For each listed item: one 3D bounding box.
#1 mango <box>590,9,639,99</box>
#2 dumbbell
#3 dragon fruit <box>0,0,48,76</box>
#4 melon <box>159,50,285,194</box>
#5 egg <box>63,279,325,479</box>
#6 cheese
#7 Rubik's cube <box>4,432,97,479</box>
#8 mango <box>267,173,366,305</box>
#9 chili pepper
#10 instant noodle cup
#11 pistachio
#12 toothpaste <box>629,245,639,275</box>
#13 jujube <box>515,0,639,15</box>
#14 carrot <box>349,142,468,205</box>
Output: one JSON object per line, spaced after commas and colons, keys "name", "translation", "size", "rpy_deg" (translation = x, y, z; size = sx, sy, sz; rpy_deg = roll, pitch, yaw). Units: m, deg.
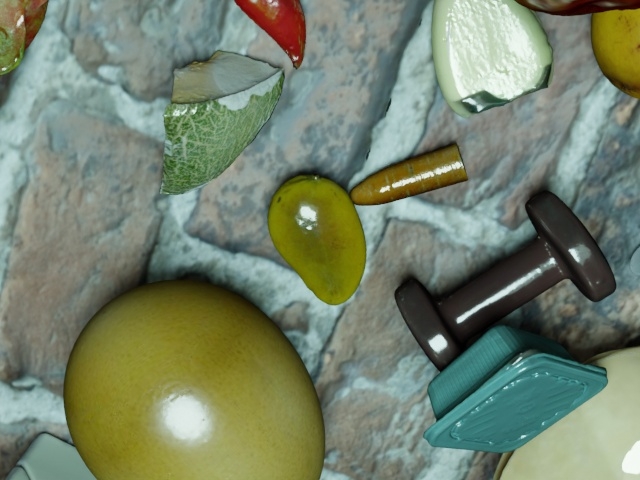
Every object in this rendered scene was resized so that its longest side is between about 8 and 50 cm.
{"name": "mango", "translation": [0.363, -0.256, 0.802], "size": [0.145, 0.112, 0.219], "rpy_deg": [6, 103, 7]}
{"name": "dumbbell", "translation": [0.206, 0.056, 0.874], "size": [0.225, 0.140, 0.124], "rpy_deg": [-35, 142, 7]}
{"name": "dragon fruit", "translation": [-0.387, -0.282, 0.759], "size": [0.269, 0.130, 0.295], "rpy_deg": [12, 117, 6]}
{"name": "melon", "translation": [-0.137, -0.132, 0.838], "size": [0.093, 0.139, 0.202], "rpy_deg": [44, 104, 11]}
{"name": "egg", "translation": [-0.129, 0.190, 0.851], "size": [0.250, 0.250, 0.322], "rpy_deg": [-38, 107, 9]}
{"name": "cheese", "translation": [0.162, -0.265, 0.829], "size": [0.127, 0.054, 0.251], "rpy_deg": [-21, 104, 6]}
{"name": "Rubik's cube", "translation": [-0.302, 0.482, 0.896], "size": [0.322, 0.319, 0.315], "rpy_deg": [27, 104, -7]}
{"name": "mango", "translation": [0.000, 0.000, 0.890], "size": [0.103, 0.076, 0.161], "rpy_deg": [-22, 108, 1]}
{"name": "chili pepper", "translation": [-0.161, -0.318, 0.796], "size": [0.369, 0.092, 0.137], "rpy_deg": [28, 119, -4]}
{"name": "instant noodle cup", "translation": [0.197, 0.155, 0.812], "size": [0.179, 0.070, 0.157], "rpy_deg": [19, 124, -44]}
{"name": "pistachio", "translation": [0.328, 0.258, 0.904], "size": [0.214, 0.193, 0.318], "rpy_deg": [42, 103, -8]}
{"name": "toothpaste", "translation": [0.473, 0.083, 0.932], "size": [0.234, 0.057, 0.089], "rpy_deg": [35, 104, -16]}
{"name": "jujube", "translation": [0.227, -0.394, 0.678], "size": [0.277, 0.276, 0.376], "rpy_deg": [0, 94, -1]}
{"name": "carrot", "translation": [0.099, -0.070, 0.886], "size": [0.139, 0.048, 0.048], "rpy_deg": [-18, 105, 5]}
